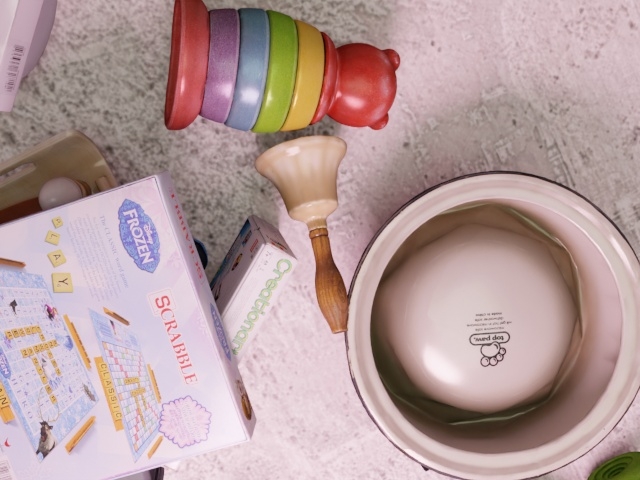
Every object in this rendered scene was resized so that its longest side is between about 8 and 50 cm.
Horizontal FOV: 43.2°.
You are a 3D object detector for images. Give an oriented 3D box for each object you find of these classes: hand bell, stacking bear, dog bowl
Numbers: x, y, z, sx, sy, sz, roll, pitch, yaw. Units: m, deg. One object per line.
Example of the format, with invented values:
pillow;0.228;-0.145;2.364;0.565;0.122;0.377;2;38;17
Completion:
hand bell;0.000;0.000;1.039;0.126;0.126;0.242;-11;74;-8
stacking bear;-0.042;-0.210;1.030;0.288;0.164;0.176;4;101;-16
dog bowl;0.228;0.111;1.114;0.407;0.150;0.408;0;93;-4

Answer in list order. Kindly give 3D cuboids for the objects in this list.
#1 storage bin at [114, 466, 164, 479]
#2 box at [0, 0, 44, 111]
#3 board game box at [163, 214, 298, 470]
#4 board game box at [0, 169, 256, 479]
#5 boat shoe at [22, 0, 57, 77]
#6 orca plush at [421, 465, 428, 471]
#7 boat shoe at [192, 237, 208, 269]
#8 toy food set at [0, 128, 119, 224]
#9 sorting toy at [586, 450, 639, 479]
storage bin;-0.273;0.297;1.112;0.098;0.135;0.091;-11;92;-8
box;-0.471;-0.309;0.920;0.321;0.058;0.232;22;99;6
board game box;-0.137;0.123;1.060;0.053;0.193;0.305;29;96;-14
board game box;-0.273;0.118;0.922;0.317;0.066;0.319;-16;100;6
boat shoe;-0.377;-0.333;0.972;0.088;0.096;0.268;14;107;13
orca plush;0.281;0.276;1.216;0.287;0.102;0.151;-14;104;-7
boat shoe;-0.281;0.038;1.068;0.258;0.089;0.109;-18;104;-5
toy food set;-0.321;0.048;0.980;0.219;0.092;0.306;-25;91;7
sorting toy;0.421;0.345;1.268;0.365;0.127;0.126;-33;85;0
